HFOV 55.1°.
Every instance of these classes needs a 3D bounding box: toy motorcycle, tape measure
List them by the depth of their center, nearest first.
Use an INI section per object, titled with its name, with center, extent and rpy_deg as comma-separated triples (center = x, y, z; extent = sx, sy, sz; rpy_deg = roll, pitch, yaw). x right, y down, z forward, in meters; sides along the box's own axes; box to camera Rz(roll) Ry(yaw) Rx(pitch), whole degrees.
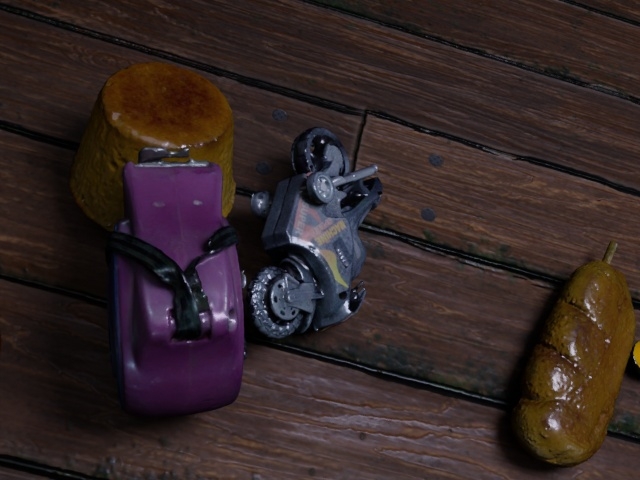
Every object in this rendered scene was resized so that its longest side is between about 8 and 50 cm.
[tape measure]
center = -0.148, 0.061, 0.650
extent = 0.149, 0.245, 0.231
rpy_deg = -4, 54, -19
[toy motorcycle]
center = 0.000, 0.000, 0.778
extent = 0.173, 0.108, 0.307
rpy_deg = 41, 51, -33

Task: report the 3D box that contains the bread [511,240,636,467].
[bread]
center = 0.343, 0.137, 0.813
extent = 0.124, 0.084, 0.344
rpy_deg = 41, 60, -16

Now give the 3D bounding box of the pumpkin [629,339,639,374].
[pumpkin]
center = 0.457, 0.171, 0.851
extent = 0.083, 0.028, 0.050
rpy_deg = 19, 60, -13

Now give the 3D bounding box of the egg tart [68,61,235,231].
[egg tart]
center = -0.198, -0.113, 0.768
extent = 0.215, 0.170, 0.215
rpy_deg = 13, 48, -15
